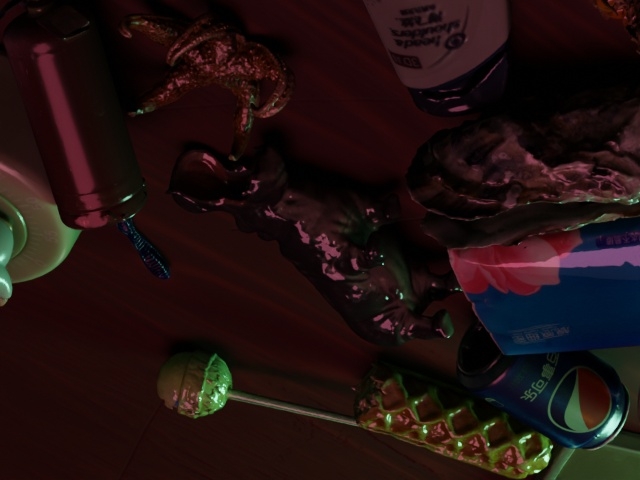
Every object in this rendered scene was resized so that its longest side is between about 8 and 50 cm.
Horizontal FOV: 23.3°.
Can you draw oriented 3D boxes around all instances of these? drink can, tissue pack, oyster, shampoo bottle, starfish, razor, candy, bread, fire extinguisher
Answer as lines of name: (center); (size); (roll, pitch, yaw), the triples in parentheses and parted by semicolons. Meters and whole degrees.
drink can: (0.264, 0.164, 1.836); (0.205, 0.118, 0.118); (31, 139, -27)
tissue pack: (0.294, 0.027, 1.626); (0.270, 0.137, 0.209); (-8, 141, 23)
oyster: (0.254, -0.090, 1.474); (0.351, 0.162, 0.158); (-19, 151, 10)
shampoo bottle: (0.090, -0.252, 1.359); (0.134, 0.078, 0.359); (-8, 139, 20)
starfish: (-0.125, -0.165, 1.536); (0.190, 0.074, 0.146); (31, 140, -23)
razor: (-0.213, -0.004, 1.816); (0.028, 0.044, 0.154); (25, 157, 35)
candy: (-0.047, 0.214, 2.007); (0.336, 0.092, 0.093); (14, 117, -2)
bread: (0.171, 0.232, 1.975); (0.270, 0.087, 0.098); (20, 142, -11)
fire extinguisher: (-0.252, -0.145, 1.525); (0.105, 0.105, 0.269); (-3, 119, 19)

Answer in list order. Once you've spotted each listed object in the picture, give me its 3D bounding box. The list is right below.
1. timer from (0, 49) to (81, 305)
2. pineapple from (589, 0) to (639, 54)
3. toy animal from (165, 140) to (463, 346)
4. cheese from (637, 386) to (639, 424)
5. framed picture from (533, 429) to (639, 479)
timer: (-0.391, -0.002, 1.625); (0.291, 0.315, 0.290); (7, 144, 5)
pineapple: (0.323, -0.179, 1.331); (0.250, 0.164, 0.139); (1, 150, 9)
toy animal: (0.006, -0.008, 1.690); (0.343, 0.106, 0.168); (37, 144, -21)
cheese: (0.459, 0.206, 1.782); (0.189, 0.198, 0.154); (20, 113, -10)
framed picture: (0.440, 0.401, 2.178); (0.326, 0.028, 0.446); (14, 144, -3)
